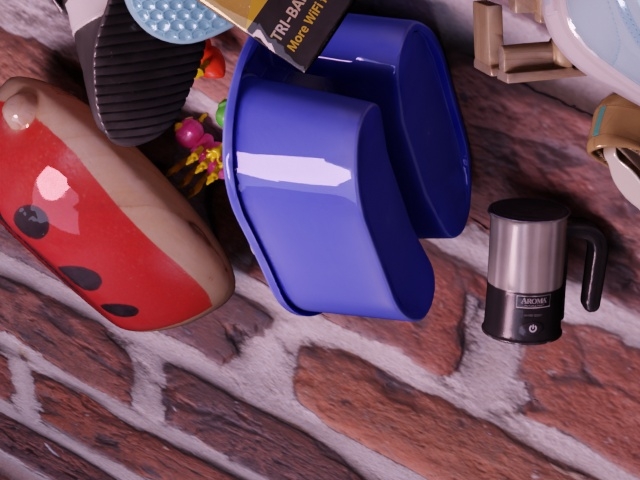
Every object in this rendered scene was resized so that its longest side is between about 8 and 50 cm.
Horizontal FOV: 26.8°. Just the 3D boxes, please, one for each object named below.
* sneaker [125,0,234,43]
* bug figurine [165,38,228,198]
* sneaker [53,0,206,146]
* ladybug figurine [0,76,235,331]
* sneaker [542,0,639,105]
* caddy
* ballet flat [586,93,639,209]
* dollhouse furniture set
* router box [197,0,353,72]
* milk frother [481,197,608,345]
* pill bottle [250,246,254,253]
[{"bbox_3d":[-0.019,-0.301,1.133,0.319,0.208,0.127,-21,123,11],"label":"sneaker"},{"bbox_3d":[-0.150,-0.152,1.503,0.216,0.072,0.279,48,152,-13],"label":"bug figurine"},{"bbox_3d":[-0.196,-0.258,1.271,0.146,0.122,0.330,17,111,49],"label":"sneaker"},{"bbox_3d":[-0.271,-0.025,1.634,0.305,0.162,0.449,31,166,38],"label":"ladybug figurine"},{"bbox_3d":[0.341,-0.115,0.965,0.366,0.135,0.150,21,174,-12],"label":"sneaker"},{"bbox_3d":[0.017,-0.072,1.309,0.179,0.241,0.341,7,142,26],"label":"caddy"},{"bbox_3d":[0.325,-0.036,1.237,0.232,0.073,0.080,41,149,-16],"label":"ballet flat"},{"bbox_3d":[0.199,-0.210,1.084,0.123,0.144,0.151,-6,106,-7],"label":"dollhouse furniture set"},{"bbox_3d":[-0.024,-0.317,0.965,0.243,0.081,0.309,33,109,-2],"label":"router box"},{"bbox_3d":[0.217,0.020,1.407,0.143,0.129,0.134,-144,52,-60],"label":"milk frother"},{"bbox_3d":[0.000,0.000,1.578,0.152,0.086,0.086,17,147,23],"label":"pill bottle"}]
